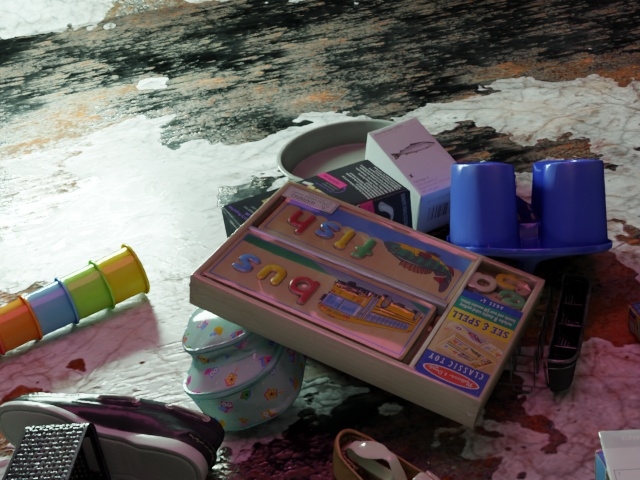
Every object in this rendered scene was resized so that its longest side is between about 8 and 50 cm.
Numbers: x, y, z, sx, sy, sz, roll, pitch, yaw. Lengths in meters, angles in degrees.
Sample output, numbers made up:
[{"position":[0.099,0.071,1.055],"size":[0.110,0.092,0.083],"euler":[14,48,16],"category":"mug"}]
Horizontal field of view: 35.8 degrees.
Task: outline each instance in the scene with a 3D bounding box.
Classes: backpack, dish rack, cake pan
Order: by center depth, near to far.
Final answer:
[{"position":[-0.105,0.160,1.352],"size":[0.166,0.144,0.188],"euler":[-17,38,18],"category":"backpack"},{"position":[0.237,0.125,1.403],"size":[0.272,0.074,0.208],"euler":[3,31,20],"category":"dish rack"},{"position":[0.061,-0.156,1.948],"size":[0.293,0.054,0.293],"euler":[-6,30,4],"category":"cake pan"}]

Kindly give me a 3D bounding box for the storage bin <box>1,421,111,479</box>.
[{"position":[-0.317,0.314,1.169],"size":[0.084,0.122,0.180],"euler":[-4,30,6],"category":"storage bin"}]

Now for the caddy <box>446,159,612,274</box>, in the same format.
[{"position":[0.312,-0.032,1.508],"size":[0.241,0.179,0.341],"euler":[0,5,9],"category":"caddy"}]

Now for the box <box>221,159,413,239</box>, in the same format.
[{"position":[0.000,0.000,1.584],"size":[0.270,0.165,0.143],"euler":[-19,32,-17],"category":"box"}]

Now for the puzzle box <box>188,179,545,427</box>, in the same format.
[{"position":[0.065,0.068,1.321],"size":[0.409,0.052,0.272],"euler":[22,40,17],"category":"puzzle box"}]

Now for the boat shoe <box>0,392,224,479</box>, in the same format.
[{"position":[-0.273,0.250,1.292],"size":[0.303,0.114,0.091],"euler":[14,36,13],"category":"boat shoe"}]

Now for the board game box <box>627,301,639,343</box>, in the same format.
[{"position":[0.522,0.140,1.331],"size":[0.147,0.045,0.193],"euler":[-10,30,-3],"category":"board game box"}]

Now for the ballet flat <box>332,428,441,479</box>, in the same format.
[{"position":[0.096,0.291,1.154],"size":[0.232,0.073,0.080],"euler":[21,41,40],"category":"ballet flat"}]

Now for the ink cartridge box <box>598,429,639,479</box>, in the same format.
[{"position":[0.396,0.260,0.861],"size":[0.275,0.060,0.239],"euler":[-4,29,8],"category":"ink cartridge box"}]

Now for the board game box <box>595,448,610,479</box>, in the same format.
[{"position":[0.433,0.319,0.951],"size":[0.232,0.141,0.291],"euler":[-12,30,-7],"category":"board game box"}]

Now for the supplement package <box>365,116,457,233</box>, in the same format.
[{"position":[0.167,-0.114,1.746],"size":[0.105,0.105,0.179],"euler":[-22,53,-20],"category":"supplement package"}]

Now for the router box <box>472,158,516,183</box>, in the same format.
[{"position":[0.283,-0.102,1.815],"size":[0.122,0.038,0.092],"euler":[-22,33,-22],"category":"router box"}]

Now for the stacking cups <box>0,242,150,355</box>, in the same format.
[{"position":[-0.430,0.114,1.586],"size":[0.316,0.096,0.096],"euler":[-29,36,-25],"category":"stacking cups"}]
